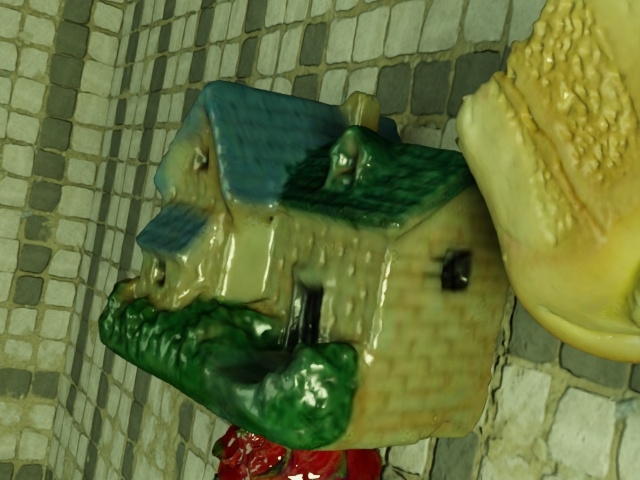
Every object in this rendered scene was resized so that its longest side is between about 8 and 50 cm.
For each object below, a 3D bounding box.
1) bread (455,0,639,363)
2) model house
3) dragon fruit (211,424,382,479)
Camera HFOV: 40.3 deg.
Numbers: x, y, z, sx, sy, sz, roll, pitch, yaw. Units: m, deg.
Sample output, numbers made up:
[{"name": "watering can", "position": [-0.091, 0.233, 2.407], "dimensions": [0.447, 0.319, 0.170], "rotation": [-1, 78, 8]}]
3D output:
[{"name": "bread", "position": [0.266, -0.061, 0.634], "dimensions": [0.316, 0.211, 0.270], "rotation": [-56, 45, 49]}, {"name": "model house", "position": [0.000, 0.000, 0.952], "dimensions": [0.382, 0.334, 0.343], "rotation": [20, 101, 49]}, {"name": "dragon fruit", "position": [-0.024, 0.286, 1.034], "dimensions": [0.193, 0.274, 0.192], "rotation": [4, 43, 37]}]
